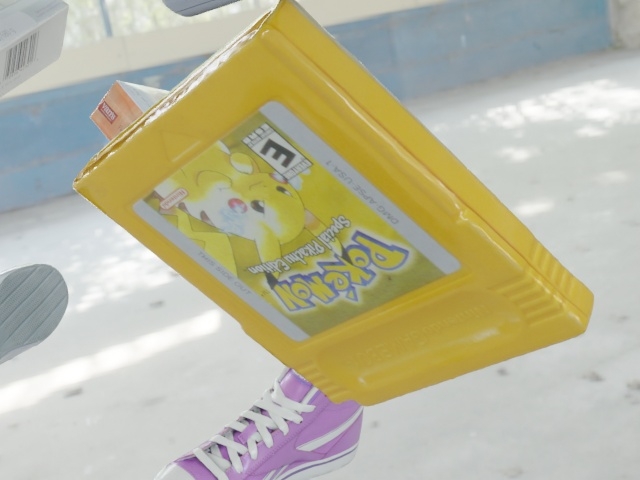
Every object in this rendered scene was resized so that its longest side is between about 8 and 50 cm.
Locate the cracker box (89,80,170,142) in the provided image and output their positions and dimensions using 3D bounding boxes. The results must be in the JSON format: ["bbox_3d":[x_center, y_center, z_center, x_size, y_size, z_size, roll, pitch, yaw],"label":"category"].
[{"bbox_3d":[-0.169,-0.121,1.438,0.067,0.156,0.232,-48,-20,19],"label":"cracker box"}]

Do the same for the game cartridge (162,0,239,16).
[{"bbox_3d":[-0.005,-0.292,0.686,0.196,0.294,0.060,-11,-24,34],"label":"game cartridge"}]

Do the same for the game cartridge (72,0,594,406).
[{"bbox_3d":[0.000,0.000,0.853,0.285,0.323,0.053,-29,25,47],"label":"game cartridge"}]

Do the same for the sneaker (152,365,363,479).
[{"bbox_3d":[-0.066,0.199,1.189,0.282,0.161,0.102,-22,45,-39],"label":"sneaker"}]

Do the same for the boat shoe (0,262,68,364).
[{"bbox_3d":[-0.336,0.088,1.081,0.075,0.083,0.226,-14,15,26],"label":"boat shoe"}]

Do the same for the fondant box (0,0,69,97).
[{"bbox_3d":[-0.512,-0.289,1.340,0.330,0.096,0.238,33,45,8],"label":"fondant box"}]
